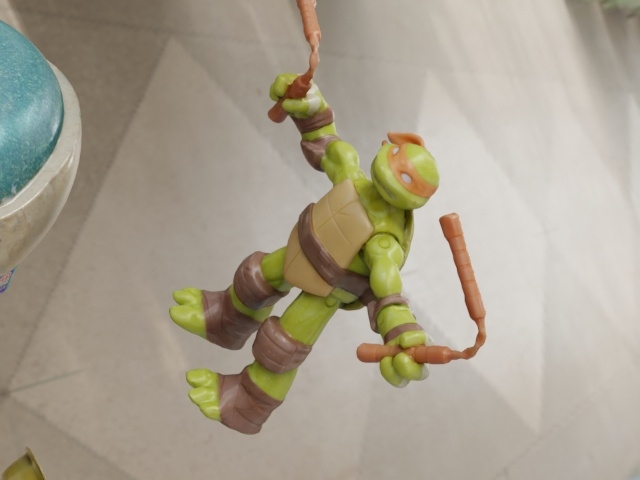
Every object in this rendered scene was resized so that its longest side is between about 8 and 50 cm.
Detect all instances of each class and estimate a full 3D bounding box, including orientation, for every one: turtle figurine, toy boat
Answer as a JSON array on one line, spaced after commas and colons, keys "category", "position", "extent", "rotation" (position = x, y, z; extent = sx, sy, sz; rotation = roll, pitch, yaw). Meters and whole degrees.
[{"category": "turtle figurine", "position": [0.000, 0.000, 0.845], "extent": [0.087, 0.217, 0.270], "rotation": [11, 43, -46]}, {"category": "toy boat", "position": [-0.279, -0.050, 0.709], "extent": [0.318, 0.267, 0.148], "rotation": [-32, 135, -34]}]

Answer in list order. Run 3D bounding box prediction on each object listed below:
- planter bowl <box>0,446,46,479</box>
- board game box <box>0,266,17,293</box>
[{"category": "planter bowl", "position": [-0.287, 0.314, 1.348], "extent": [0.217, 0.090, 0.217], "rotation": [54, -26, 42]}, {"category": "board game box", "position": [-0.352, -0.013, 1.050], "extent": [0.210, 0.047, 0.160], "rotation": [40, 37, 10]}]
